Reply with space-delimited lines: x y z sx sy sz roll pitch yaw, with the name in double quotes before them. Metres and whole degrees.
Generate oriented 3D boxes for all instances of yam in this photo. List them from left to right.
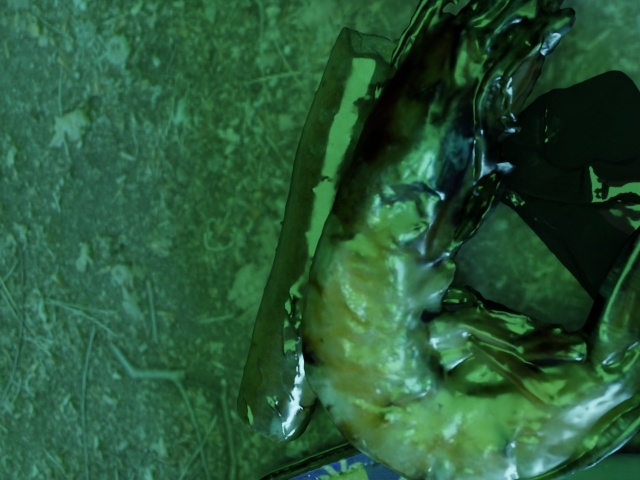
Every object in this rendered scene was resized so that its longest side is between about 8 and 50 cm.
"yam" 0.000 0.000 0.519 0.071 0.067 0.317 13 102 -15

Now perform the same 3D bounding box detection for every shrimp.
"shrimp" 0.119 -0.007 0.423 0.233 0.071 0.365 27 102 18

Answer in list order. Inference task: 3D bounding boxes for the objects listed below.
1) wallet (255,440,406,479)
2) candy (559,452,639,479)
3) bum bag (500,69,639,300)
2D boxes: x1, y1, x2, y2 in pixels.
"wallet" 0.075 0.301 0.510 0.223 0.077 0.310 -24 84 20
"candy" 0.244 0.202 0.436 0.174 0.071 0.138 -7 94 23
"bum bag" 0.211 0.004 0.440 0.123 0.060 0.248 -43 77 23
